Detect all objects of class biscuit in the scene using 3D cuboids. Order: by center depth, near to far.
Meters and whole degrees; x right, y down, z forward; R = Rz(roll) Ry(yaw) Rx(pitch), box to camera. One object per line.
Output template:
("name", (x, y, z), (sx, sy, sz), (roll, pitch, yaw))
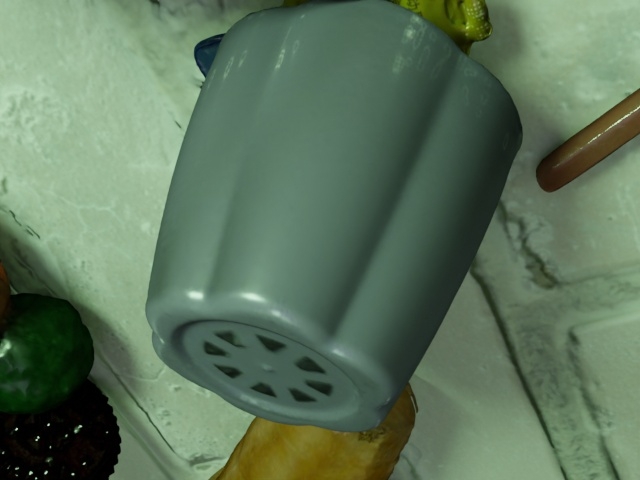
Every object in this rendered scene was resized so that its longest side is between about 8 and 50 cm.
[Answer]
("biscuit", (-0.322, 0.224, 0.856), (0.195, 0.194, 0.053), (28, 128, -10))

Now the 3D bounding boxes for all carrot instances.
("carrot", (-0.005, 0.235, 0.841), (0.196, 0.196, 0.254), (23, 114, -6))

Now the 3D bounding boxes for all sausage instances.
("sausage", (0.243, -0.090, 0.636), (0.035, 0.030, 0.147), (39, 122, -17))

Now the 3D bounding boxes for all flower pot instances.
("flower pot", (0.000, 0.000, 0.570), (0.265, 0.243, 0.265), (14, 149, 9))

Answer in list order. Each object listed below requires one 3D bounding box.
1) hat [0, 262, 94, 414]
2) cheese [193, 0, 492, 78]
("hat", (-0.409, 0.062, 0.719), (0.400, 0.285, 0.285), (30, 124, -15))
("cheese", (0.010, -0.161, 0.609), (0.250, 0.064, 0.156), (-10, 125, 25))
